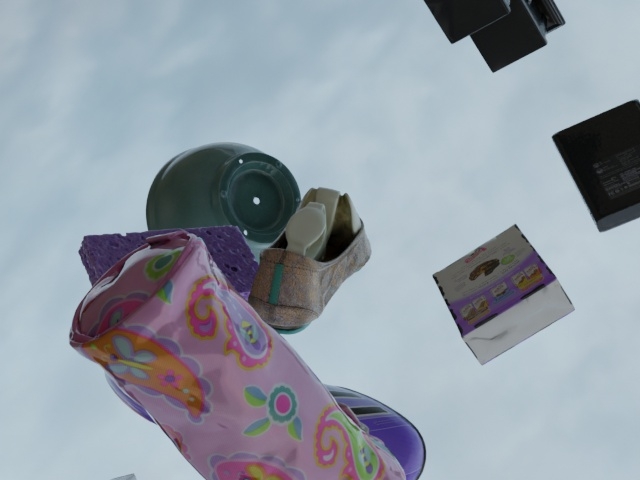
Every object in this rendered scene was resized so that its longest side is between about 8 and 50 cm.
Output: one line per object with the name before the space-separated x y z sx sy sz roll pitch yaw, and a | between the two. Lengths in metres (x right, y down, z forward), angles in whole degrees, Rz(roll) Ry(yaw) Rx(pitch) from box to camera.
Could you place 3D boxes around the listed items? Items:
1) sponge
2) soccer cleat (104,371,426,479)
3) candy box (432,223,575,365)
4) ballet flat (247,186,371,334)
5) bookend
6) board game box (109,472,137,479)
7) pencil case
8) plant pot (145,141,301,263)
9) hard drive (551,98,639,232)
sponge | -0.173 0.036 1.084 0.117 0.210 0.031 58 -44 34
soccer cleat | -0.055 0.163 0.840 0.318 0.116 0.109 20 -103 7
candy box | 0.280 0.079 1.408 0.164 0.070 0.196 -33 -155 9
ballet flat | 0.000 0.000 1.030 0.107 0.106 0.316 7 -160 8
bookend | 0.158 -0.223 0.835 0.072 0.156 0.157 -25 -157 29
board game box | -0.321 0.473 1.277 0.053 0.305 0.193 -18 -91 14
pencil case | -0.052 0.123 0.665 0.124 0.284 0.124 -33 -157 16
plant pot | -0.156 -0.061 1.703 0.196 0.293 0.293 -19 -133 55
hard drive | 0.292 -0.077 0.881 0.094 0.022 0.135 -23 -137 12
